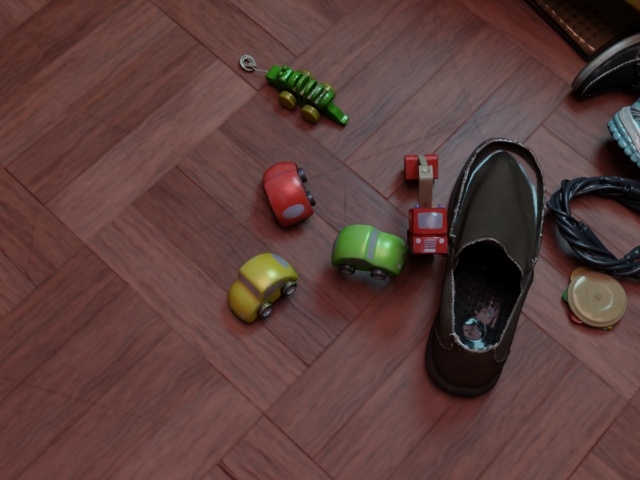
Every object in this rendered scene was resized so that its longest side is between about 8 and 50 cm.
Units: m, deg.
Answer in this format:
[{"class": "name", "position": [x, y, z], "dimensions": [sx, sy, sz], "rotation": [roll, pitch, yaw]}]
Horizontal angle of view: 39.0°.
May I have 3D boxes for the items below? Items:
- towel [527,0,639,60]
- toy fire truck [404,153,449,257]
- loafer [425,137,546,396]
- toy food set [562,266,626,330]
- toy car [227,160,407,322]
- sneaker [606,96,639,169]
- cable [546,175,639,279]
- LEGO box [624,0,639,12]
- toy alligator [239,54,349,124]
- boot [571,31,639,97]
[{"class": "towel", "position": [0.468, -0.469, 1.433], "dimensions": [0.370, 0.040, 0.271], "rotation": [-36, 73, -14]}, {"class": "toy fire truck", "position": [0.137, -0.049, 1.181], "dimensions": [0.047, 0.192, 0.135], "rotation": [-1, 91, 3]}, {"class": "loafer", "position": [0.230, 0.017, 1.169], "dimensions": [0.134, 0.130, 0.366], "rotation": [11, 68, 2]}, {"class": "toy food set", "position": [0.367, 0.079, 1.211], "dimensions": [0.083, 0.020, 0.082], "rotation": [24, 69, 6]}, {"class": "toy car", "position": [0.000, 0.000, 1.174], "dimensions": [0.225, 0.053, 0.239], "rotation": [7, 67, 19]}, {"class": "sneaker", "position": [0.521, -0.095, 1.214], "dimensions": [0.283, 0.122, 0.110], "rotation": [49, 29, 13]}, {"class": "cable", "position": [0.396, -0.021, 1.238], "dimensions": [0.184, 0.047, 0.150], "rotation": [10, 66, -6]}, {"class": "LEGO box", "position": [0.420, -0.582, 1.266], "dimensions": [0.500, 0.193, 0.372], "rotation": [35, 60, -3]}, {"class": "toy alligator", "position": [-0.040, -0.226, 1.297], "dimensions": [0.190, 0.051, 0.056], "rotation": [33, 69, 10]}, {"class": "boot", "position": [0.503, -0.215, 1.306], "dimensions": [0.236, 0.085, 0.178], "rotation": [-23, 74, -10]}]
